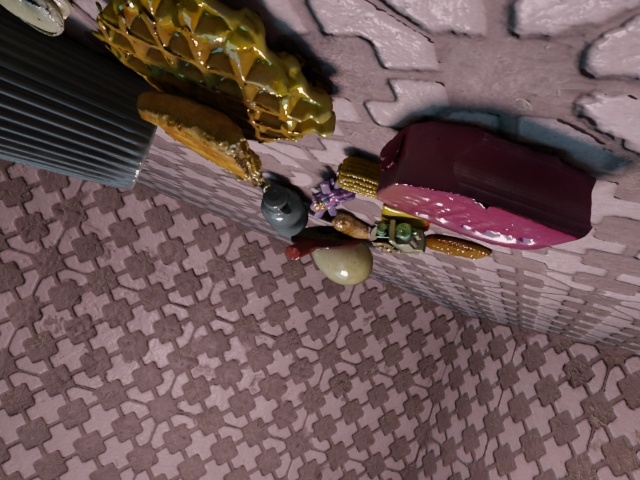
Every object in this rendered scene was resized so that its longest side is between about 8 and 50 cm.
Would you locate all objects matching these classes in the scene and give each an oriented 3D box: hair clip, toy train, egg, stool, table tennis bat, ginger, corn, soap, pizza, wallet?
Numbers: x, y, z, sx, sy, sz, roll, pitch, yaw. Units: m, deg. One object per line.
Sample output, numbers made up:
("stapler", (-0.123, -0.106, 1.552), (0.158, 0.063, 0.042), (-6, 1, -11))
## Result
("hair clip", (0.030, -0.120, 1.233), (0.137, 0.090, 0.278), (-13, 180, -9))
("toy train", (0.212, -0.009, 1.163), (0.125, 0.080, 0.194), (0, 169, 22))
("egg", (0.090, 0.075, 1.917), (0.295, 0.218, 0.218), (26, 174, 16))
("stool", (-0.530, -0.275, 0.918), (0.330, 0.297, 0.297), (19, 174, -27))
("table tennis bat", (0.000, 0.000, 1.612), (0.268, 0.051, 0.415), (9, -164, 26))
("ginger", (0.107, -0.050, 1.554), (0.095, 0.069, 0.190), (30, -177, 39))
("corn", (0.147, -0.123, 0.954), (0.231, 0.080, 0.080), (18, 172, 2))
("soap", (0.256, -0.090, 0.731), (0.325, 0.127, 0.220), (21, 170, -1))
("pizza", (-0.188, -0.181, 0.811), (0.280, 0.075, 0.288), (28, 176, 23))
("wallet", (0.230, -0.077, 1.130), (0.141, 0.067, 0.241), (14, 176, 8))

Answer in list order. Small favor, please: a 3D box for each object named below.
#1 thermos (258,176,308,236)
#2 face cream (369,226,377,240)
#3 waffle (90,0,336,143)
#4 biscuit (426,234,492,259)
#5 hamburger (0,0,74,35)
("thermos", (-0.137, -0.123, 1.476), (0.182, 0.145, 0.286), (48, 176, 14))
("face cream", (0.226, -0.018, 1.571), (0.114, 0.070, 0.224), (20, -176, 12))
("waffle", (-0.174, -0.273, 0.721), (0.382, 0.095, 0.380), (29, 171, -36))
("biscuit", (0.427, 0.025, 1.401), (0.176, 0.031, 0.228), (23, 171, -12))
("hamburger", (-0.480, -0.400, 0.704), (0.133, 0.062, 0.140), (17, 174, 33))
